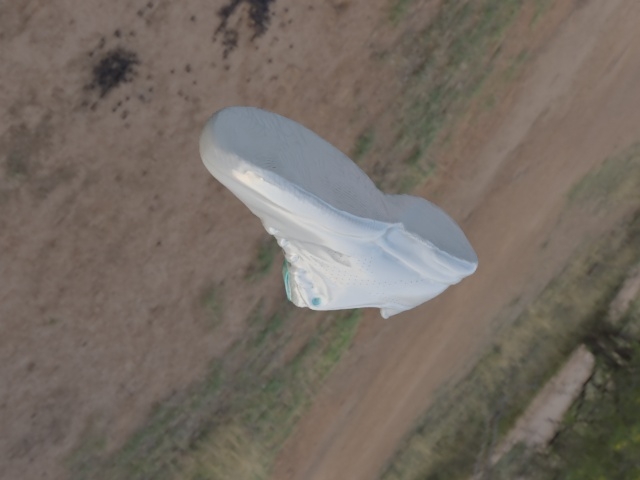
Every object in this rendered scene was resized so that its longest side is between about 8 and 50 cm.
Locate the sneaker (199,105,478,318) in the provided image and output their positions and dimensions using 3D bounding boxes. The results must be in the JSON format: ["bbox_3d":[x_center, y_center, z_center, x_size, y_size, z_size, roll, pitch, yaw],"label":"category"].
[{"bbox_3d":[0.000,0.000,0.567,0.212,0.080,0.094,28,121,-37],"label":"sneaker"}]
